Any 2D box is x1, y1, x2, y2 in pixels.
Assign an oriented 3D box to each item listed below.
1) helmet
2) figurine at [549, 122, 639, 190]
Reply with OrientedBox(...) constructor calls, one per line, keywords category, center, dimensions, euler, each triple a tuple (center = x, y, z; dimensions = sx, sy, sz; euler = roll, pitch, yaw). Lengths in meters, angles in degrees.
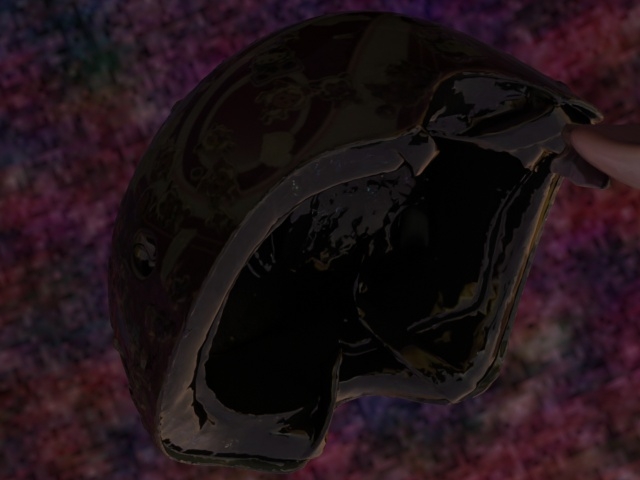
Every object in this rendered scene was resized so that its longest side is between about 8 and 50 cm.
OrientedBox(category="helmet", center=(-0.003, -0.012, 0.621), dimensions=(0.177, 0.107, 0.153), euler=(-16, 142, -33))
OrientedBox(category="figurine", center=(0.174, -0.058, 0.353), dimensions=(0.315, 0.206, 0.284), euler=(-58, -176, -26))
